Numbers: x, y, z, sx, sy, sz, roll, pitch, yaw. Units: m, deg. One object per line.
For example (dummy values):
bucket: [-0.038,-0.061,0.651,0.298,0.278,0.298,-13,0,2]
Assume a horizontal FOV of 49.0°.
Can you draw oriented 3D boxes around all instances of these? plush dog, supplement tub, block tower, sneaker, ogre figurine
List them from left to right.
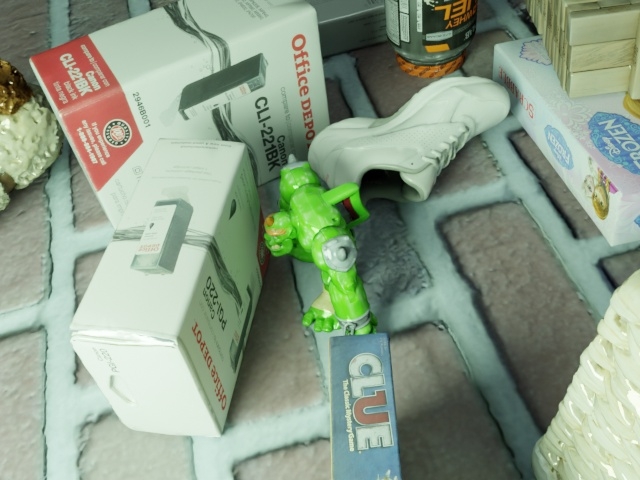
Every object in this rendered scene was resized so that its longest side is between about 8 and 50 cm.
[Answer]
plush dog: [-0.380,-0.090,0.763,0.225,0.262,0.210,-42,88,-14]
ogre figurine: [0.000,0.000,0.664,0.097,0.118,0.197,-6,47,4]
sneaker: [0.111,-0.094,0.765,0.232,0.090,0.115,-24,55,-1]
supplement tub: [0.136,-0.306,0.869,0.117,0.190,0.117,-5,48,5]
block tower: [0.295,-0.280,0.803,0.097,0.091,0.335,-6,39,6]

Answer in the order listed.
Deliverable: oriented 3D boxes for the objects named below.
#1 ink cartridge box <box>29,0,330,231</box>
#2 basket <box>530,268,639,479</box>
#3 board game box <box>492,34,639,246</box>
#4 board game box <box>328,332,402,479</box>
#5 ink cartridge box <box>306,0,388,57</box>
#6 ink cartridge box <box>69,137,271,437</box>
ink cartridge box: [-0.132,-0.143,0.759,0.273,0.197,0.114,-28,52,-15]
basket: [0.347,0.145,0.384,0.331,0.266,0.328,-21,50,-8]
board game box: [0.390,-0.147,0.749,0.318,0.066,0.319,-13,40,-2]
board game box: [0.036,0.205,0.443,0.042,0.165,0.243,-5,48,4]
ink cartridge box: [-0.005,-0.359,1.028,0.275,0.060,0.239,-16,47,-5]
ink cartridge box: [-0.117,0.039,0.619,0.092,0.158,0.218,4,50,12]
